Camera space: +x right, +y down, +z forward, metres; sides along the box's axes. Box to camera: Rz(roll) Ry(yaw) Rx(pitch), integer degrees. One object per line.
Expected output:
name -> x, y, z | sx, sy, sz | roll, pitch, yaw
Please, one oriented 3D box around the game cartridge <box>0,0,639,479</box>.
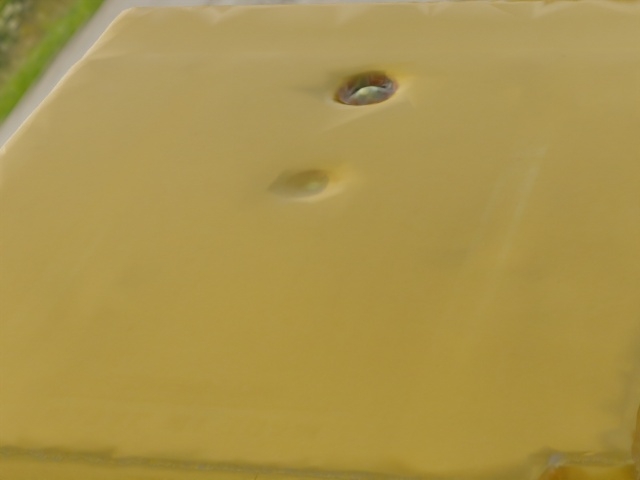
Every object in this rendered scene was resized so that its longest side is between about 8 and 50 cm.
game cartridge -> 0.000, 0.000, 0.687 | 0.285, 0.052, 0.323 | 2, 34, 19
